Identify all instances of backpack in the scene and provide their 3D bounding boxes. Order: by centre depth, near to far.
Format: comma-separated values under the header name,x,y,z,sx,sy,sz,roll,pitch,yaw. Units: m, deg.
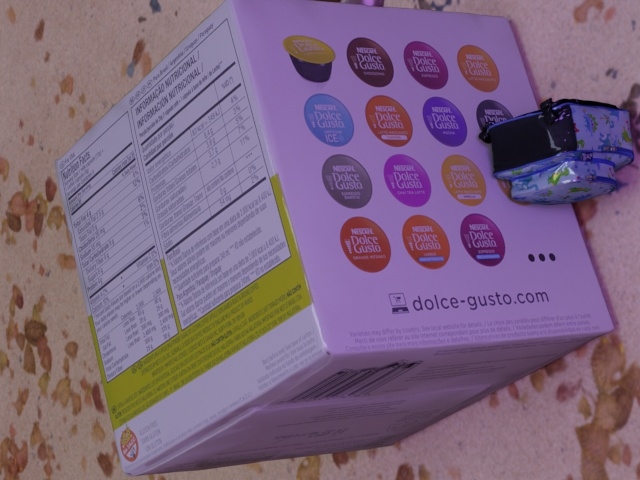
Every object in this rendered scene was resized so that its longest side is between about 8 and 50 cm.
name,x,y,z,sx,sy,sz,roll,pitch,yaw
backpack,0.219,-0.076,1.494,0.105,0.114,0.084,-18,79,50

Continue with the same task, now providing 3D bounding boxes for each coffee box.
name,x,y,z,sx,sy,sz,roll,pitch,yaw
coffee box,0.000,0.000,1.587,0.338,0.337,0.334,-35,64,47

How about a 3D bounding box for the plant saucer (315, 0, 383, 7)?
name,x,y,z,sx,sy,sz,roll,pitch,yaw
plant saucer,-0.010,-0.261,1.832,0.198,0.036,0.198,0,89,51
